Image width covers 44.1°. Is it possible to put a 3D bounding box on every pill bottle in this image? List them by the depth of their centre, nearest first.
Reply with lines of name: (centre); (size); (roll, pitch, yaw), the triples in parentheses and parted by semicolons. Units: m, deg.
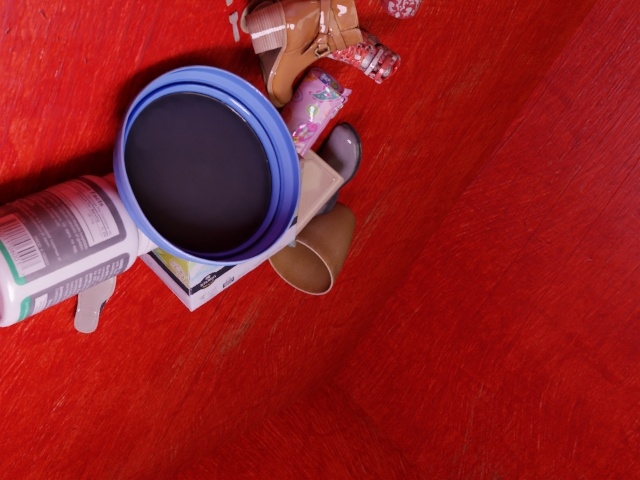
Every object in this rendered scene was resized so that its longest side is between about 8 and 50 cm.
pill bottle: (-0.472, -0.002, 1.469); (0.361, 0.204, 0.204); (-28, 153, -41)

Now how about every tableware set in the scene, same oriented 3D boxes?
tableware set: (-0.119, -0.469, 1.534); (0.128, 0.039, 0.194); (-41, 160, -16)

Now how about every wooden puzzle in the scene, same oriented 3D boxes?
wooden puzzle: (-0.082, -0.147, 2.108); (0.221, 0.044, 0.239); (-48, 124, 5)

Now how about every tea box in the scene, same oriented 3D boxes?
tea box: (-0.235, -0.072, 1.797); (0.329, 0.220, 0.323); (-36, 156, -25)

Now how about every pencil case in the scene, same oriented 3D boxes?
pencil case: (-0.045, -0.284, 1.933); (0.284, 0.124, 0.124); (-53, 160, 19)

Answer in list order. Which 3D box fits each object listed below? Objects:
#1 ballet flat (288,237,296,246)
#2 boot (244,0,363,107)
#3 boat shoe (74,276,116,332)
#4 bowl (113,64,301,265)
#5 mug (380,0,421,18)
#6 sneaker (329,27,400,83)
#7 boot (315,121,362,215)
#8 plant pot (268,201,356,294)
ballet flat: (-0.111, -0.056, 2.182); (0.070, 0.070, 0.188); (-46, 120, -3)
boot: (-0.022, -0.393, 1.619); (0.220, 0.109, 0.283); (-16, 148, -1)
boat shoe: (-0.527, 0.121, 1.847); (0.065, 0.075, 0.206); (-99, -149, -58)
bowl: (-0.216, -0.139, 1.528); (0.391, 0.391, 0.077); (-31, -171, -38)
mug: (0.189, -0.616, 1.837); (0.169, 0.150, 0.113); (111, -8, -56)
sneaker: (0.091, -0.444, 1.861); (0.090, 0.145, 0.270); (-55, 159, 23)
boot: (-0.022, -0.169, 2.228); (0.223, 0.118, 0.338); (-21, 144, -41)
plant pot: (0.000, 0.000, 2.468); (0.254, 0.237, 0.237); (-50, 166, -35)
